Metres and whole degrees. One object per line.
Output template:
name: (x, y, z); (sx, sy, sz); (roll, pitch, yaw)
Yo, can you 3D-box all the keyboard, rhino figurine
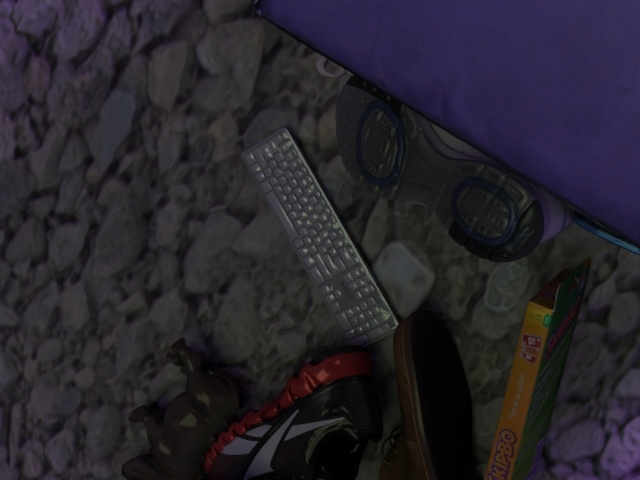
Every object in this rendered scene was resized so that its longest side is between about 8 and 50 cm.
keyboard: (0.000, 0.000, 1.633); (0.072, 0.014, 0.256); (-30, 90, 29)
rhino figurine: (-0.173, 0.232, 1.747); (0.106, 0.073, 0.243); (39, 118, 14)

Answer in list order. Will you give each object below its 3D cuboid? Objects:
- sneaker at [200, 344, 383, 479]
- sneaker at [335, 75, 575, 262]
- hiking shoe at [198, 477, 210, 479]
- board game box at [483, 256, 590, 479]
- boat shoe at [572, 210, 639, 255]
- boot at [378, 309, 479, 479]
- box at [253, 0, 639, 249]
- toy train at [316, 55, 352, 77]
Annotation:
sneaker: (-0.031, 0.235, 1.647); (0.276, 0.097, 0.135); (-41, 61, 31)
sneaker: (0.132, -0.076, 1.500); (0.297, 0.129, 0.111); (41, 121, 31)
hiking shoe: (-0.141, 0.327, 1.685); (0.132, 0.113, 0.304); (45, 149, -8)
board game box: (0.220, 0.145, 1.507); (0.039, 0.124, 0.259); (21, 112, 19)
boat shoe: (0.375, -0.013, 1.418); (0.258, 0.109, 0.089); (16, 100, 2)
boot: (0.104, 0.223, 1.602); (0.115, 0.112, 0.305); (-1, 106, 36)
box: (0.290, -0.219, 1.176); (0.480, 0.472, 0.297); (33, 115, 14)
toy train: (0.050, -0.232, 1.507); (0.125, 0.046, 0.166); (4, 72, 7)
